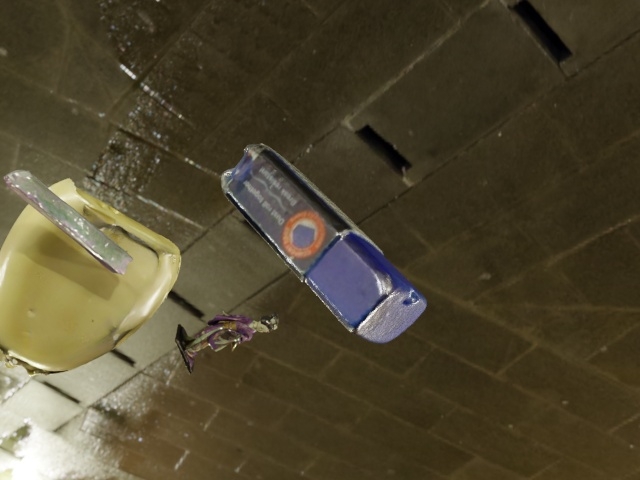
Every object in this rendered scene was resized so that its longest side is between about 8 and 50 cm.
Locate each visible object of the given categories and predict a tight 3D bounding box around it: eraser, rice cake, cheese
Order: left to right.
[{"bbox_3d":[-0.339,-0.024,0.869,0.047,0.036,0.207,-2,141,42],"label":"rice cake"},{"bbox_3d":[-0.392,0.083,1.021,0.259,0.128,0.316,32,92,-22],"label":"cheese"},{"bbox_3d":[0.000,0.000,0.905,0.101,0.332,0.155,-47,149,7],"label":"eraser"}]

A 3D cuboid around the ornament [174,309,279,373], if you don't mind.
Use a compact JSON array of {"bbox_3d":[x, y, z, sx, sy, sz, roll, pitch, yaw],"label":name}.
[{"bbox_3d":[-0.180,0.184,1.250,0.203,0.081,0.088,-16,109,4],"label":"ornament"}]
